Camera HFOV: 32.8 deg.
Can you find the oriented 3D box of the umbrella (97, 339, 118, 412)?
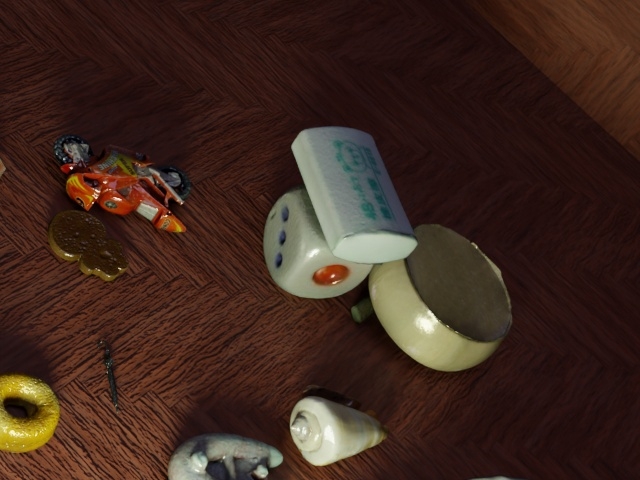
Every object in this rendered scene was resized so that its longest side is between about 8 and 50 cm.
[{"bbox_3d":[-0.380,0.245,1.982,0.022,0.022,0.148,-24,62,2],"label":"umbrella"}]

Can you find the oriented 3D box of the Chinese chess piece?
[{"bbox_3d":[0.265,0.122,2.395,0.338,0.140,0.338,26,41,-24],"label":"Chinese chess piece"}]

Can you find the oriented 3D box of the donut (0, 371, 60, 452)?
[{"bbox_3d":[-0.512,0.285,1.835,0.152,0.058,0.152,20,45,-21],"label":"donut"}]

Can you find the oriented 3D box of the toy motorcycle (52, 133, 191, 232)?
[{"bbox_3d":[-0.408,-0.116,2.224,0.298,0.089,0.171,18,47,-21],"label":"toy motorcycle"}]

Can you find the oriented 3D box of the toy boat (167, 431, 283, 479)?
[{"bbox_3d":[-0.160,0.408,1.937,0.227,0.085,0.155,12,49,-25],"label":"toy boat"}]

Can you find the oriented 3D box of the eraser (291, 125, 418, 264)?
[{"bbox_3d":[0.067,-0.095,2.228,0.189,0.104,0.290,-2,55,-29],"label":"eraser"}]

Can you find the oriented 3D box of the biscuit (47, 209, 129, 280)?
[{"bbox_3d":[-0.456,0.011,2.128,0.175,0.026,0.124,42,44,6],"label":"biscuit"}]

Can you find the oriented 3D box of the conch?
[{"bbox_3d":[0.026,0.370,2.092,0.255,0.127,0.158,26,8,-43],"label":"conch"}]

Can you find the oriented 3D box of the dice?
[{"bbox_3d":[0.000,0.000,2.317,0.194,0.193,0.191,6,53,-28],"label":"dice"}]

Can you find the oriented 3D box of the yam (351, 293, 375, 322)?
[{"bbox_3d":[0.100,0.145,2.367,0.043,0.043,0.094,48,45,11],"label":"yam"}]

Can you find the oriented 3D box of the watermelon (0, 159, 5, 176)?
[{"bbox_3d":[-0.658,-0.132,2.107,0.092,0.072,0.084,14,45,33],"label":"watermelon"}]

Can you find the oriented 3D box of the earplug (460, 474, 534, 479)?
[{"bbox_3d":[0.294,0.647,1.872,0.313,0.312,0.394,16,49,-22],"label":"earplug"}]
